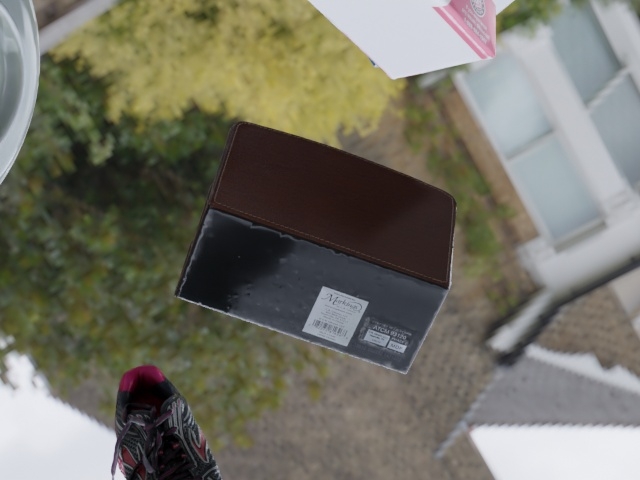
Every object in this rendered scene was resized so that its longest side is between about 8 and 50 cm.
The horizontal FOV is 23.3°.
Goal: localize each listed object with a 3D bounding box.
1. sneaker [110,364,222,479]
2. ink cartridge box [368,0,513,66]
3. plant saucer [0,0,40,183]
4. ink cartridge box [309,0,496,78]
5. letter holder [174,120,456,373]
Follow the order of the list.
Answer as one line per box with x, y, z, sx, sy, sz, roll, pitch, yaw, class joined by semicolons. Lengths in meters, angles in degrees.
-0.180;0.249;1.751;0.120;0.112;0.299;-14;-154;-17;sneaker
0.114;-0.403;2.115;0.197;0.270;0.198;-38;168;28;ink cartridge box
-0.432;-0.181;1.696;0.100;0.400;0.400;12;-140;35;plant saucer
0.057;-0.251;1.117;0.092;0.158;0.218;-9;-117;30;ink cartridge box
0.000;0.000;1.920;0.214;0.301;0.152;-79;-170;-53;letter holder
